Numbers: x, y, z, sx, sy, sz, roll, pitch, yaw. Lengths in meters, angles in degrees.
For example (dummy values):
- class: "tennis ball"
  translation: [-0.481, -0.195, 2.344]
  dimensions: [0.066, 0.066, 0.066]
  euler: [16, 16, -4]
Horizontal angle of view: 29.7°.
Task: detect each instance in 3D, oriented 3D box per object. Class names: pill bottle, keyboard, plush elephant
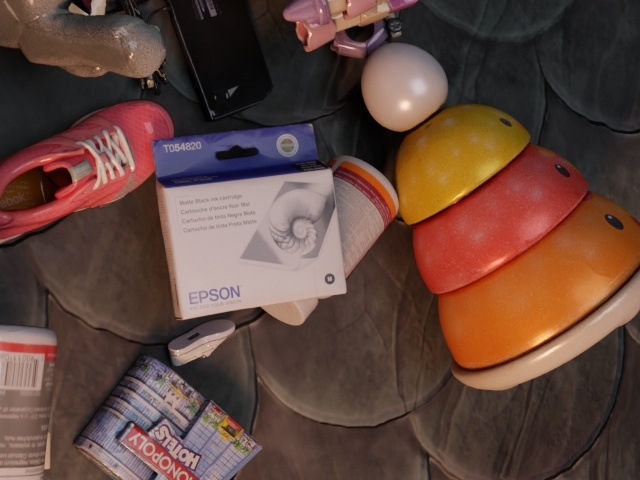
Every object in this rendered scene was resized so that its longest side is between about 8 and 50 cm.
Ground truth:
- class: "pill bottle"
  translation: [-0.351, 0.220, 1.178]
  dimensions: [0.161, 0.161, 0.283]
  euler: [9, 84, -33]
- class: "keyboard"
  translation: [-0.185, -0.307, 1.569]
  dimensions: [0.201, 0.033, 0.317]
  euler: [-26, 101, -38]
- class: "pill bottle"
  translation: [0.000, 0.000, 1.618]
  dimensions: [0.121, 0.121, 0.221]
  euler: [49, 64, -21]
- class: "plush elephant"
  translation: [-0.309, -0.332, 1.373]
  dimensions: [0.272, 0.330, 0.255]
  euler: [59, 37, -31]

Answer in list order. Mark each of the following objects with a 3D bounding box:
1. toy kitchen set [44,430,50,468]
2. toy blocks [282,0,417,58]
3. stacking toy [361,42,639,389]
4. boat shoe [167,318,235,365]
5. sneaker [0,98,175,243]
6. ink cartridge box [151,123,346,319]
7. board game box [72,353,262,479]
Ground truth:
- class: "toy kitchen set"
  translation: [-0.382, 0.307, 1.324]
  dimensions: [0.122, 0.166, 0.207]
  euler: [3, 86, -34]
- class: "toy blocks"
  translation: [-0.037, -0.378, 1.575]
  dimensions: [0.260, 0.309, 0.289]
  euler: [-21, 87, -7]
- class: "stacking toy"
  translation: [0.215, -0.067, 1.666]
  dimensions: [0.350, 0.350, 0.480]
  euler: [-41, 99, -28]
- class: "boat shoe"
  translation: [-0.153, 0.135, 1.567]
  dimensions: [0.100, 0.035, 0.035]
  euler: [-26, 129, -35]
- class: "sneaker"
  translation: [-0.285, -0.077, 1.427]
  dimensions: [0.313, 0.136, 0.116]
  euler: [-31, 105, -31]
- class: "ink cartridge box"
  translation: [-0.086, -0.028, 1.490]
  dimensions: [0.223, 0.045, 0.224]
  euler: [-9, 90, -22]
- class: "board game box"
  translation: [-0.202, 0.277, 1.508]
  dimensions: [0.194, 0.060, 0.194]
  euler: [45, 64, -23]
